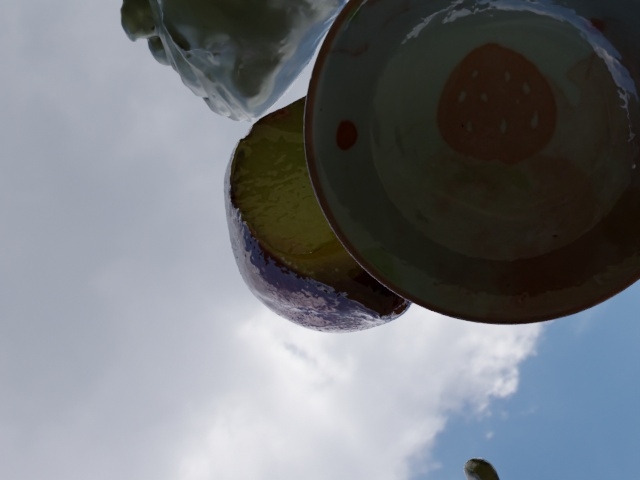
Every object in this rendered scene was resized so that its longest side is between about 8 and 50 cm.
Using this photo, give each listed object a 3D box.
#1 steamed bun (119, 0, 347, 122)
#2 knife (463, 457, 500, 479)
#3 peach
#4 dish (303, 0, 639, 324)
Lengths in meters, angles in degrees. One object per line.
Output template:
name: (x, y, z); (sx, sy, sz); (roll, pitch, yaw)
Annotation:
steamed bun: (-0.083, -0.324, 0.938); (0.247, 0.339, 0.352); (-7, -115, 25)
knife: (0.143, 0.243, 0.572); (0.022, 0.046, 0.256); (-37, -68, -35)
peach: (0.000, 0.002, 0.850); (0.159, 0.154, 0.267); (-22, -129, -6)
dish: (0.124, -0.077, 0.628); (0.260, 0.260, 0.085); (34, -158, 3)
